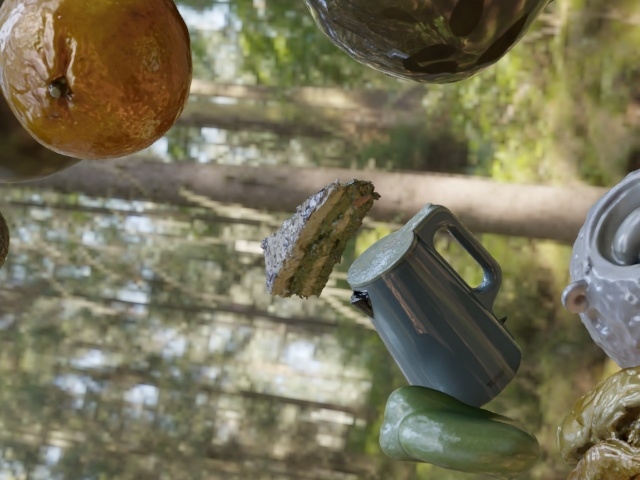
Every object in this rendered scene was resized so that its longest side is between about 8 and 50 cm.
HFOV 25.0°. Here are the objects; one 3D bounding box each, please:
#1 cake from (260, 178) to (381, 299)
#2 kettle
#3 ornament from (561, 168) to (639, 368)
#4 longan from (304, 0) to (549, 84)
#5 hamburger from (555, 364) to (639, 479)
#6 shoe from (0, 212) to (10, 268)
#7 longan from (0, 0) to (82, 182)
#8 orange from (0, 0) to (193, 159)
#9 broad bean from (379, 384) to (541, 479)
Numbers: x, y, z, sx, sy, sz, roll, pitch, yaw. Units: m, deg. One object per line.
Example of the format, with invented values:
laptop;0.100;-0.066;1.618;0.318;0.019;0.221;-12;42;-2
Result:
cake;0.000;0.000;1.065;0.140;0.051;0.055;138;132;-59
kettle;0.169;0.090;2.000;0.210;0.160;0.243;-41;-70;-14
ornament;0.537;0.054;2.103;0.337;0.337;0.337;6;-90;-68
longan;0.149;-0.383;1.730;0.404;0.336;0.405;-15;-66;-36
hamburger;0.412;0.232;1.544;0.319;0.318;0.158;54;-143;-60
shoe;-0.381;-0.018;1.303;0.112;0.227;0.099;50;-121;-84
longan;-0.316;-0.180;1.490;0.258;0.258;0.258;6;-90;-68
orange;-0.195;-0.154;1.223;0.155;0.177;0.178;-22;-63;-49
broad bean;0.178;0.255;1.861;0.169;0.228;0.100;7;-82;-35
